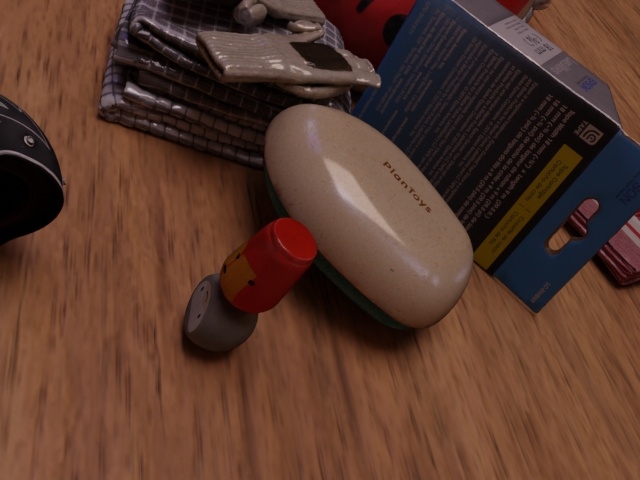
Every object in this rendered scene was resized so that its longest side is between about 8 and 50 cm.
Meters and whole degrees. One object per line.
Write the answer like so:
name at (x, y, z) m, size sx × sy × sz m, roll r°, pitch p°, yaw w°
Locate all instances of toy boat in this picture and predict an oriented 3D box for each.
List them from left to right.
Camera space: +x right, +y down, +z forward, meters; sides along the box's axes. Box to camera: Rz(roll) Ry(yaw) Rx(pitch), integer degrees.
toy boat at (0.000, 0.000, 0.724) m, size 0.267 × 0.148 × 0.318 m, roll 51°, pitch 36°, yaw 7°

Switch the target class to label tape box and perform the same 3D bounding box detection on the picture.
label tape box at (0.212, -0.115, 0.898) m, size 0.334 × 0.240 × 0.106 m, roll 41°, pitch 38°, yaw 11°

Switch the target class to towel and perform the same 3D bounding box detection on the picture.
towel at (-0.102, -0.214, 0.892) m, size 0.284 × 0.121 × 0.235 m, roll 17°, pitch 40°, yaw -17°
towel at (0.483, -0.039, 1.161) m, size 0.329 × 0.037 × 0.237 m, roll -4°, pitch 48°, yaw -38°

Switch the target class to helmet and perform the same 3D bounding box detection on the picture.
helmet at (-0.285, -0.044, 0.555) m, size 0.169 × 0.169 × 0.161 m, roll 28°, pitch 55°, yaw -5°

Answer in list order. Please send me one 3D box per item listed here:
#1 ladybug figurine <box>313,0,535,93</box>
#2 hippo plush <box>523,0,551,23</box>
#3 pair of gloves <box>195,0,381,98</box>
ladybug figurine at (0.155, -0.397, 1.037) m, size 0.305 × 0.449 × 0.162 m, roll 39°, pitch 0°, yaw 6°
hippo plush at (0.245, -0.433, 1.291) m, size 0.236 × 0.234 × 0.294 m, roll 51°, pitch 48°, yaw -25°
pair of gloves at (-0.056, -0.244, 0.829) m, size 0.204 × 0.042 × 0.240 m, roll 3°, pitch 44°, yaw -34°
